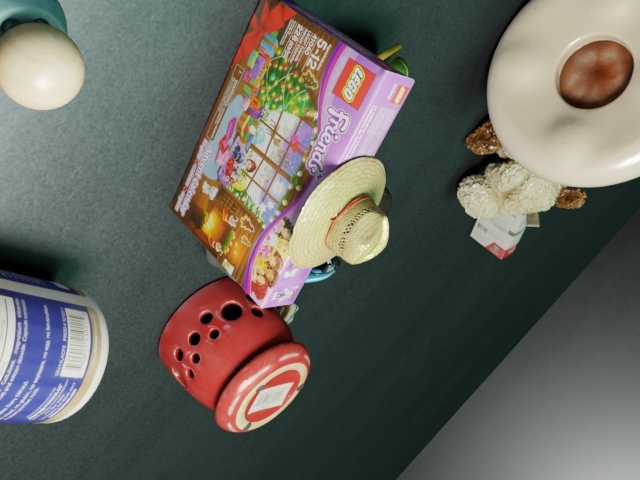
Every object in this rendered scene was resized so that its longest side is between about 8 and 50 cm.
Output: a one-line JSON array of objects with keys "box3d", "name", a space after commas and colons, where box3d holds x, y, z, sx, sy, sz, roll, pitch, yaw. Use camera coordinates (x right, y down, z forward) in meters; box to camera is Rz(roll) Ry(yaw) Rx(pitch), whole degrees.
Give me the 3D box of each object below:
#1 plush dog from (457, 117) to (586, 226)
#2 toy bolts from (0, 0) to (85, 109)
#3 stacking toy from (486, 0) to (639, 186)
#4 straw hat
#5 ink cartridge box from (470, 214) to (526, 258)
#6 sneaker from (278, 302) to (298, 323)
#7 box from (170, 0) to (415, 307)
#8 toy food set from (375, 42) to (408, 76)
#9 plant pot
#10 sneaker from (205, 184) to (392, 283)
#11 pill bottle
[{"box3d": [0.403, -0.174, 1.260, 0.262, 0.210, 0.225, -35, 121, -24], "name": "plush dog"}, {"box3d": [-0.279, -0.097, 0.477, 0.228, 0.158, 0.218, -37, 148, -17], "name": "toy bolts"}, {"box3d": [0.540, -0.234, 1.148, 0.480, 0.350, 0.350, 10, 117, -52], "name": "stacking toy"}, {"box3d": [0.039, -0.011, 0.681, 0.144, 0.061, 0.144, -33, 147, -24], "name": "straw hat"}, {"box3d": [0.418, -0.042, 1.489, 0.056, 0.099, 0.135, -23, 142, -36], "name": "ink cartridge box"}, {"box3d": [-0.067, 0.146, 1.159, 0.083, 0.032, 0.037, -55, 149, 14], "name": "sneaker"}, {"box3d": [-0.048, -0.100, 0.728, 0.057, 0.201, 0.293, -2, 127, -51], "name": "box"}, {"box3d": [0.059, -0.177, 0.818, 0.128, 0.071, 0.218, -36, -173, 31], "name": "toy food set"}, {"box3d": [-0.122, 0.177, 0.989, 0.191, 0.174, 0.191, -33, 145, -27], "name": "plant pot"}, {"box3d": [0.000, 0.000, 0.967, 0.341, 0.139, 0.125, -23, 141, -37], "name": "sneaker"}, {"box3d": [-0.350, 0.096, 0.620, 0.153, 0.153, 0.264, -51, 149, 6], "name": "pill bottle"}]
